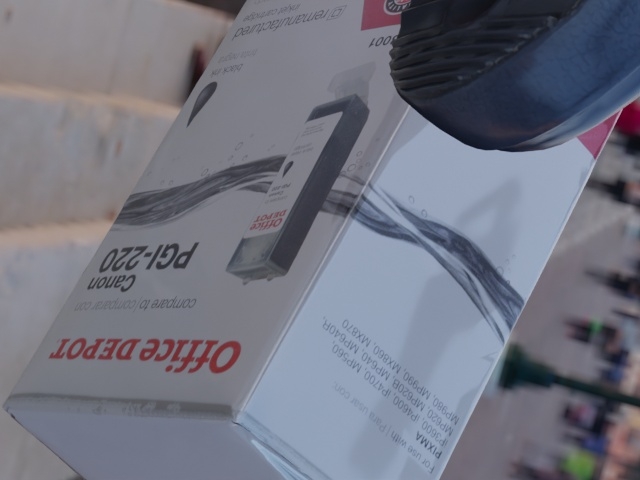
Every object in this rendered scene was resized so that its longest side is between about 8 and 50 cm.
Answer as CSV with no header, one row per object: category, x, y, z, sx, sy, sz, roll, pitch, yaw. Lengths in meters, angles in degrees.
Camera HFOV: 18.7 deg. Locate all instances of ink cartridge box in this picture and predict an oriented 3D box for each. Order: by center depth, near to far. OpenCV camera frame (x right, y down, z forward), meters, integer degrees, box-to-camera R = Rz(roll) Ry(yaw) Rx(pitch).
ink cartridge box,0.000,0.000,0.725,0.092,0.158,0.218,40,64,-29

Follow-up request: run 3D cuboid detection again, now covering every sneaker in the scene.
sneaker,0.161,-0.110,0.546,0.319,0.131,0.112,-43,-154,-14
